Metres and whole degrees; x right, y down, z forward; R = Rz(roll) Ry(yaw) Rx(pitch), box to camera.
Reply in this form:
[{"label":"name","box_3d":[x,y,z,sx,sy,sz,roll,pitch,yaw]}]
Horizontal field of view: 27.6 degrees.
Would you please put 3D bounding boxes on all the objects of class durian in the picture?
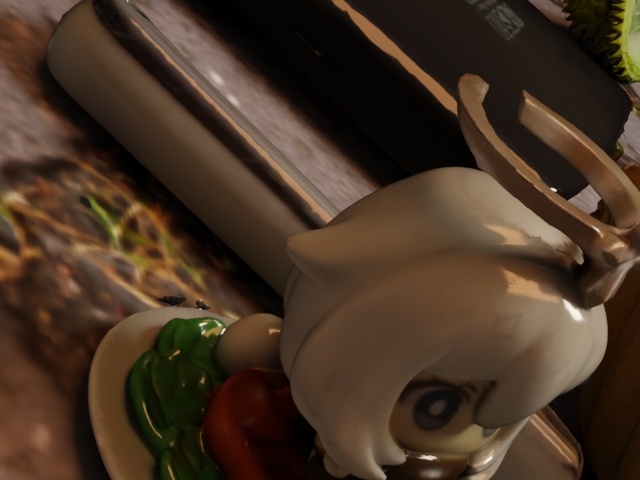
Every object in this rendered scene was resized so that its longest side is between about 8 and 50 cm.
[{"label":"durian","box_3d":[0.272,-0.204,1.157,0.086,0.100,0.215,50,19,23]}]

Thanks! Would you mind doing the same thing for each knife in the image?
[{"label":"knife","box_3d":[0.000,0.001,0.507,0.265,0.040,0.073,44,14,5]}]

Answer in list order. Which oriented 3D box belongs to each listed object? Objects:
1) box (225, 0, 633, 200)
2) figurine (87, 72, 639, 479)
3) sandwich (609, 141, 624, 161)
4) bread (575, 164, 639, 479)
[{"label":"box","box_3d":[0.049,-0.131,0.754,0.289,0.073,0.290,42,25,2]},{"label":"figurine","box_3d":[0.023,0.023,0.370,0.132,0.153,0.132,33,26,-18]},{"label":"sandwich","box_3d":[0.179,-0.114,0.963,0.067,0.029,0.135,4,45,-52]},{"label":"bread","box_3d":[0.215,0.078,0.570,0.274,0.149,0.274,33,20,-14]}]
